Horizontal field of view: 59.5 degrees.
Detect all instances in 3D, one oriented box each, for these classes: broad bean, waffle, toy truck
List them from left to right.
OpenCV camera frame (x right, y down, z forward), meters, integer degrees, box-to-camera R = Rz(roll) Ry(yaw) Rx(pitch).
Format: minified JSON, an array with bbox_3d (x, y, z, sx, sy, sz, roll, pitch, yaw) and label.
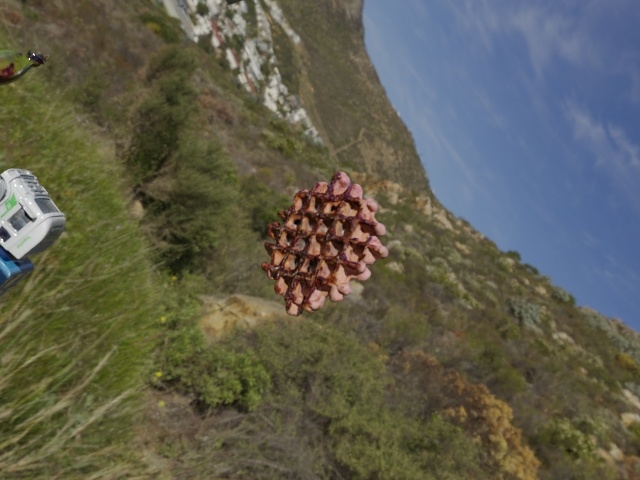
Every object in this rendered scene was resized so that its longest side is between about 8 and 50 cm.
[{"bbox_3d":[-0.683,-0.327,1.071,0.338,0.061,0.077,-20,71,-43],"label":"broad bean"},{"bbox_3d":[-0.650,0.031,1.035,0.175,0.367,0.146,48,-2,-9],"label":"toy truck"},{"bbox_3d":[0.000,0.000,0.916,0.055,0.221,0.234,37,22,-48],"label":"waffle"}]

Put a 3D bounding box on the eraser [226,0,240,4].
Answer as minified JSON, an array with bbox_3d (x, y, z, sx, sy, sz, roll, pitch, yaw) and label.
[{"bbox_3d":[-0.174,-0.584,1.186,0.212,0.091,0.046,112,-43,-84],"label":"eraser"}]
